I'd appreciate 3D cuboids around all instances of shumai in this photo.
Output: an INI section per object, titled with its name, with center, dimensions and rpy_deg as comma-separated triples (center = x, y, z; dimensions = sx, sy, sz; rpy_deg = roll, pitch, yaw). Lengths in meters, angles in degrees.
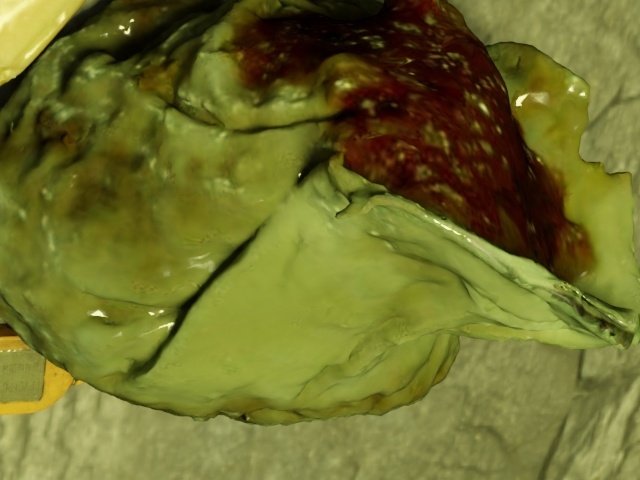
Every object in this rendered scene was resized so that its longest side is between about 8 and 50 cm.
[shumai]
center = 0.000, 0.000, 1.037
dimensions = 0.330, 0.288, 0.292
rpy_deg = -2, 111, -27

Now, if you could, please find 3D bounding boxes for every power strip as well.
[power strip]
center = -0.206, 0.075, 1.118
dimensions = 0.178, 0.028, 0.049
rpy_deg = -1, 109, -25

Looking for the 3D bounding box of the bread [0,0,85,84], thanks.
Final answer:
[bread]
center = -0.219, -0.186, 0.953
dimensions = 0.136, 0.107, 0.241
rpy_deg = -48, 132, 0
